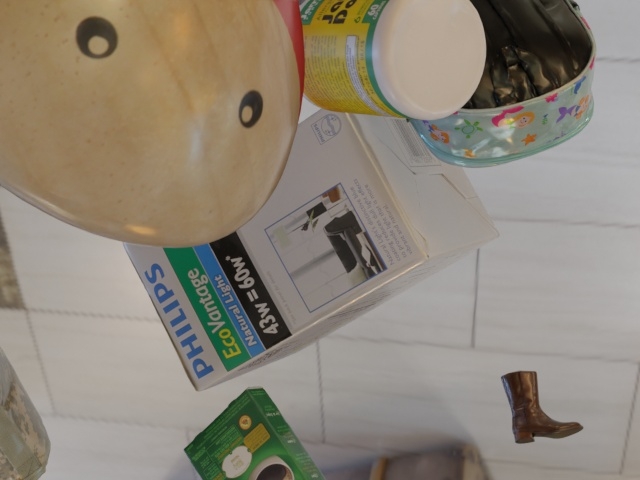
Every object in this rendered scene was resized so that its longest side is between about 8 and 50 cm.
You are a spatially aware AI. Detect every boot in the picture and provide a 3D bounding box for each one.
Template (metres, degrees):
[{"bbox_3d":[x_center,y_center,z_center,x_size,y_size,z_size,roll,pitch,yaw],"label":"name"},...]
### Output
[{"bbox_3d":[0.331,0.240,1.552,0.106,0.114,0.037,-9,150,8],"label":"boot"}]

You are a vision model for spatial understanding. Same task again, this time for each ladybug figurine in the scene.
[{"bbox_3d":[-0.141,-0.187,0.680,0.305,0.449,0.162,17,124,-36],"label":"ladybug figurine"}]

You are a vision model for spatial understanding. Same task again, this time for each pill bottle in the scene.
[{"bbox_3d":[0.040,-0.174,0.945,0.208,0.117,0.117,16,143,55],"label":"pill bottle"}]

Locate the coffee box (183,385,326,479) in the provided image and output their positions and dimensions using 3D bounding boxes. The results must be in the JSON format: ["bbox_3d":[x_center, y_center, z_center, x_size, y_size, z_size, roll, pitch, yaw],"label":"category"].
[{"bbox_3d":[-0.058,0.265,1.119,0.113,0.040,0.184,-45,67,17],"label":"coffee box"}]

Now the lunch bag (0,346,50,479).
[{"bbox_3d":[-0.437,0.144,1.147,0.287,0.169,0.235,24,142,42],"label":"lunch bag"}]

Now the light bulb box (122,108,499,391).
[{"bbox_3d":[0.000,0.000,1.400,0.361,0.358,0.225,-31,82,22],"label":"light bulb box"}]

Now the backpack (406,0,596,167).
[{"bbox_3d":[0.191,-0.199,1.183,0.225,0.253,0.191,-19,137,-4],"label":"backpack"}]
